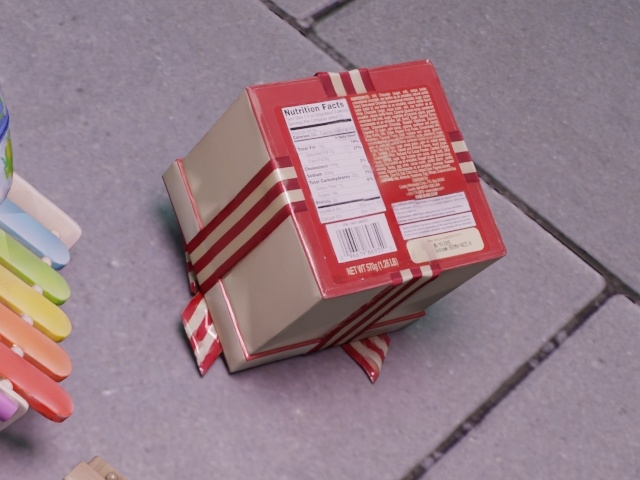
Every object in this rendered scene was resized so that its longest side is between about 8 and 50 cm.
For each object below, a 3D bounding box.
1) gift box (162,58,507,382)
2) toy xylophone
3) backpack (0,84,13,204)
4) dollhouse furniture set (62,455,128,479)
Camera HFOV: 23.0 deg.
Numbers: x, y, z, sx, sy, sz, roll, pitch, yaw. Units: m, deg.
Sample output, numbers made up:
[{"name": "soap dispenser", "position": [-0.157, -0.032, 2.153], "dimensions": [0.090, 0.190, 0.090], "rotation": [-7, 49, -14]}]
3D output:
[{"name": "gift box", "position": [0.000, 0.000, 1.576], "dimensions": [0.255, 0.258, 0.276], "rotation": [-7, 73, -29]}, {"name": "toy xylophone", "position": [-0.329, 0.040, 1.439], "dimensions": [0.236, 0.081, 0.322], "rotation": [36, 26, -28]}, {"name": "backpack", "position": [-0.426, -0.069, 1.293], "dimensions": [0.356, 0.273, 0.290], "rotation": [-11, 27, -31]}, {"name": "dollhouse furniture set", "position": [-0.166, 0.234, 1.370], "dimensions": [0.144, 0.151, 0.123], "rotation": [38, 48, 10]}]
